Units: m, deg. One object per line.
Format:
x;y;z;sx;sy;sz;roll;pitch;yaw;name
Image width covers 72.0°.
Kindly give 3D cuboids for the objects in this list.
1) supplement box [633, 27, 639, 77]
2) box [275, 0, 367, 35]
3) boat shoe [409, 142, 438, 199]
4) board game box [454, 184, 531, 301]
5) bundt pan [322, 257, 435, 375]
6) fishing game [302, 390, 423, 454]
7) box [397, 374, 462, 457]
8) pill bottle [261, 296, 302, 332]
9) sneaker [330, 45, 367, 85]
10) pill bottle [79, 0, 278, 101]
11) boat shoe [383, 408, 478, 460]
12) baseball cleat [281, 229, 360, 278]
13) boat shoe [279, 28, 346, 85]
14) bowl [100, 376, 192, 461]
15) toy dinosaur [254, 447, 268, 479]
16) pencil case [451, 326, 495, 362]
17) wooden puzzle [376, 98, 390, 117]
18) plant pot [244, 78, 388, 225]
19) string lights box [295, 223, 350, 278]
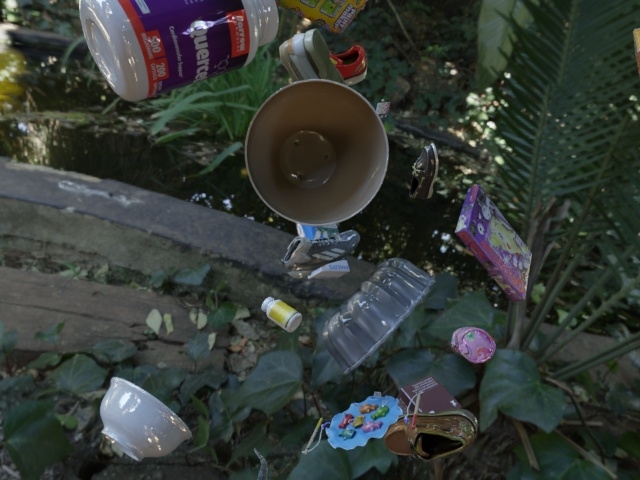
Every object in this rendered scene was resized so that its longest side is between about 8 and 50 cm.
0.792;-0.453;1.042;0.078;0.080;0.233;-6;31;37;supplement box
-0.020;-0.833;1.326;0.279;0.177;0.289;10;60;-33;box
0.325;-0.212;1.403;0.069;0.227;0.081;-8;54;1;boat shoe
0.565;0.011;1.417;0.347;0.056;0.208;44;56;-22;board game box
0.127;0.169;1.092;0.124;0.330;0.331;43;32;9;bundt pan
0.093;0.387;0.972;0.264;0.041;0.189;-23;4;23;fishing game
0.382;0.648;1.633;0.169;0.203;0.167;-9;36;-32;box
-0.184;0.341;2.059;0.184;0.103;0.103;30;30;26;pill bottle
0.022;-0.532;1.389;0.279;0.118;0.107;-32;64;-12;sneaker
-0.241;-0.385;0.803;0.323;0.181;0.181;-31;47;-28;pill bottle
0.283;0.547;1.225;0.110;0.307;0.104;54;38;2;boat shoe
0.001;0.018;1.100;0.206;0.109;0.072;-33;40;-6;baseball cleat
-0.004;-0.403;1.158;0.103;0.302;0.113;-3;52;25;boat shoe
-0.540;0.548;1.298;0.298;0.297;0.134;22;51;18;bowl
-0.152;0.708;1.221;0.118;0.064;0.268;44;15;-14;toy dinosaur
0.540;0.371;1.581;0.124;0.124;0.284;19;-6;12;pencil case
0.233;-0.491;1.641;0.049;0.083;0.006;4;-17;27;wooden puzzle
-0.017;-0.181;0.951;0.284;0.284;0.191;9;6;-9;plant pot
0.000;0.000;1.524;0.133;0.077;0.259;3;64;-41;string lights box
